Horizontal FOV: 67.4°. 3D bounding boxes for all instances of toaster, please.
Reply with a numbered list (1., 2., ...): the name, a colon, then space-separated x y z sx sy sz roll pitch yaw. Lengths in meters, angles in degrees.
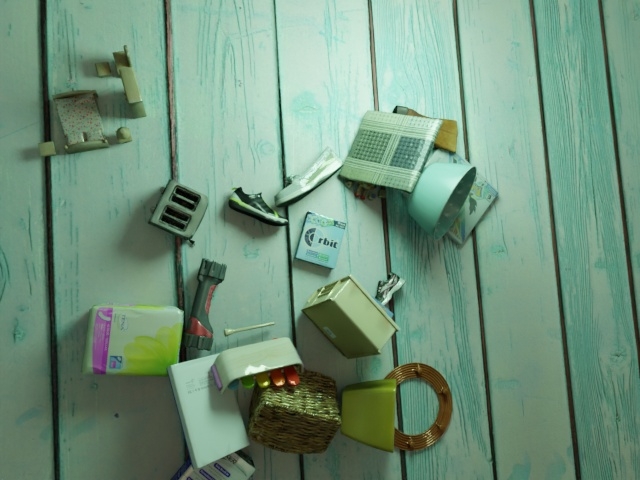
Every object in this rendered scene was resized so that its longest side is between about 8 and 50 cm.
1. toaster: -0.482 -0.098 1.656 0.186 0.110 0.168 26 80 -12

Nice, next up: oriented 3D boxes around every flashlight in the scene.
1. flashlight: -0.392 0.223 1.662 0.103 0.103 0.303 12 77 4

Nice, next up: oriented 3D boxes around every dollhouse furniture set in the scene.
1. dollhouse furniture set: -0.777 -0.468 1.575 0.356 0.174 0.303 -15 89 -16

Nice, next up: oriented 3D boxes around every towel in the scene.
1. towel: 0.261 -0.342 1.822 0.324 0.056 0.312 19 80 31

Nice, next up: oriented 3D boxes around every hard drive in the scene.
1. hard drive: -0.365 0.545 1.570 0.210 0.040 0.318 -2 66 -50

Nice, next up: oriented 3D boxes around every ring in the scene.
1. ring: 0.367 0.645 1.864 0.337 0.032 0.336 1 85 -15

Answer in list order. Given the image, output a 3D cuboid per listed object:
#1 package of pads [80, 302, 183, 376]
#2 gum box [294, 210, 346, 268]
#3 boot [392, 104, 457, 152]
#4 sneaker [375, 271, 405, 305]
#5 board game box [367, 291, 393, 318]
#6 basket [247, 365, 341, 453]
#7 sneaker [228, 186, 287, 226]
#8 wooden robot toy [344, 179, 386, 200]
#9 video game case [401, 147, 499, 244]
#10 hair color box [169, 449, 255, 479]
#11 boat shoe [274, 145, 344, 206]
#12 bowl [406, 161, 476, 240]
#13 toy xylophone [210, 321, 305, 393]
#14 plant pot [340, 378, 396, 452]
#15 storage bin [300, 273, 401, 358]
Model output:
1. package of pads: -0.613 0.324 1.587 0.297 0.101 0.229 7 85 -16
2. gum box: 0.000 0.000 1.815 0.157 0.041 0.184 18 80 -13
3. boot: 0.413 -0.395 1.944 0.281 0.096 0.264 13 70 -12
4. sneaker: 0.243 0.195 1.860 0.077 0.072 0.178 44 67 4
5. board game box: 0.155 0.237 1.786 0.201 0.136 0.035 40 58 -8
6. basket: -0.099 0.600 1.707 0.299 0.223 0.213 17 114 -13
7. sneaker: -0.219 -0.128 1.744 0.235 0.084 0.097 23 78 -12
8. wooden robot toy: 0.182 -0.200 1.864 0.173 0.079 0.076 23 79 -12
9. video game case: 0.541 -0.198 1.985 0.329 0.036 0.300 41 76 -9
10. hair color box: -0.399 0.828 1.596 0.185 0.110 0.339 43 77 -7
11. boat shoe: -0.054 -0.233 1.788 0.320 0.118 0.103 -38 89 -19
12. bowl: 0.438 -0.171 1.807 0.163 0.311 0.311 31 76 22
13. toy xylophone: -0.213 0.399 1.649 0.323 0.236 0.081 -1 130 -22
14. plant pot: 0.174 0.612 1.723 0.187 0.212 0.212 3 84 10
15. storage bin: 0.095 0.281 1.709 0.262 0.260 0.123 48 58 -7
